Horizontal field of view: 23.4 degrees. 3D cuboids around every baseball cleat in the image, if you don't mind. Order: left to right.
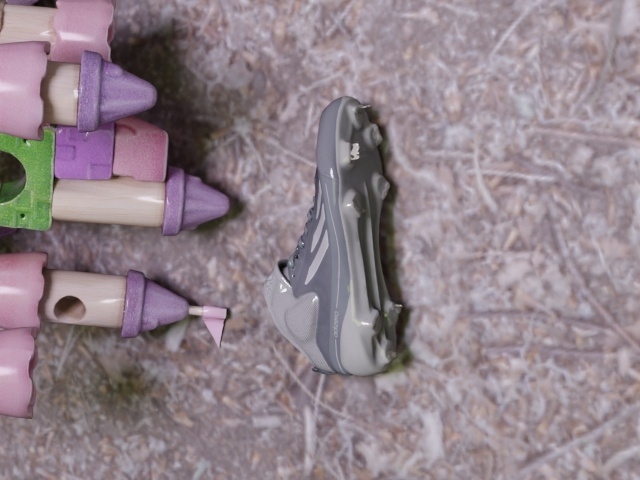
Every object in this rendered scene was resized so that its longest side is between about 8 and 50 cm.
[{"bbox_3d":[0.000,0.000,1.133,0.109,0.072,0.206,-3,95,33],"label":"baseball cleat"}]

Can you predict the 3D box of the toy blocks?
[{"bbox_3d":[-0.192,-0.059,1.161,0.260,0.309,0.289,3,117,-8],"label":"toy blocks"}]
